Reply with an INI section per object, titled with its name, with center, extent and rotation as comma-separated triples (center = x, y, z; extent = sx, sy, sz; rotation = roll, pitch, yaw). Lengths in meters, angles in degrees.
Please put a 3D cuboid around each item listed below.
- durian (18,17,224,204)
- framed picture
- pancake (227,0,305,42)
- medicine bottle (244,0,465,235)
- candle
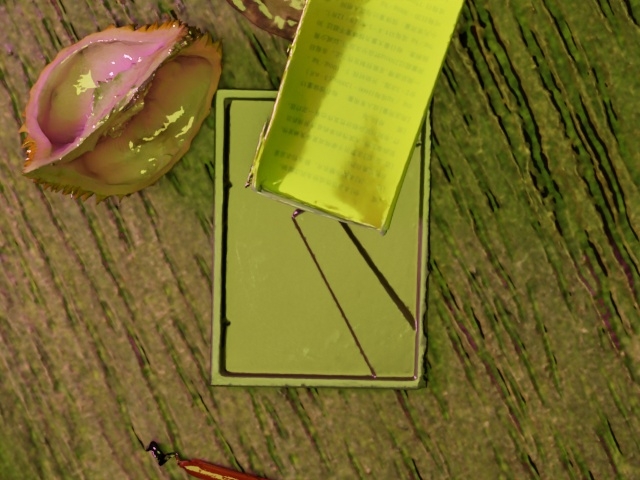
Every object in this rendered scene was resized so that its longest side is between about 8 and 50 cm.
[durian]
center = -0.183, -0.118, 1.411
extent = 0.165, 0.132, 0.182
rotation = 17, 86, -13
[framed picture]
center = 0.000, 0.000, 1.481
extent = 0.213, 0.016, 0.289
rotation = 1, 97, 0
[pancake]
center = 0.001, -0.296, 1.435
extent = 0.212, 0.029, 0.235
rotation = 3, 98, -2
[medicine bottle]
center = 0.033, -0.145, 1.380
extent = 0.141, 0.137, 0.250
rotation = 17, 100, -5
[candle]
center = -0.092, 0.232, 1.509
extent = 0.167, 0.021, 0.026
rotation = 18, 96, -2
